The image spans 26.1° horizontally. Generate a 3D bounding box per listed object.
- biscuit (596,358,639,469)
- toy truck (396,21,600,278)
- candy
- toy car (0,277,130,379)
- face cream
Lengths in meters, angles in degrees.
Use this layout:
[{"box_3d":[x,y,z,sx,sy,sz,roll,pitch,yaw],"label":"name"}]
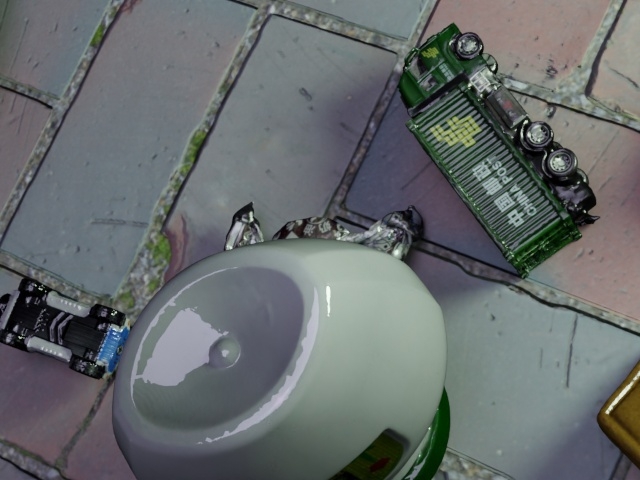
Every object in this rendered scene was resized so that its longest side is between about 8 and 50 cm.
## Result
[{"box_3d":[0.374,0.156,1.254,0.215,0.034,0.182,18,51,39],"label":"biscuit"},{"box_3d":[0.178,-0.101,1.442,0.121,0.088,0.259,-37,65,7],"label":"toy truck"},{"box_3d":[0.000,0.000,1.501,0.226,0.051,0.094,-2,62,19],"label":"candy"},{"box_3d":[-0.296,0.100,1.568,0.171,0.070,0.080,16,80,23],"label":"toy car"},{"box_3d":[-0.024,0.139,1.289,0.312,0.357,0.219,-39,64,6],"label":"face cream"}]
